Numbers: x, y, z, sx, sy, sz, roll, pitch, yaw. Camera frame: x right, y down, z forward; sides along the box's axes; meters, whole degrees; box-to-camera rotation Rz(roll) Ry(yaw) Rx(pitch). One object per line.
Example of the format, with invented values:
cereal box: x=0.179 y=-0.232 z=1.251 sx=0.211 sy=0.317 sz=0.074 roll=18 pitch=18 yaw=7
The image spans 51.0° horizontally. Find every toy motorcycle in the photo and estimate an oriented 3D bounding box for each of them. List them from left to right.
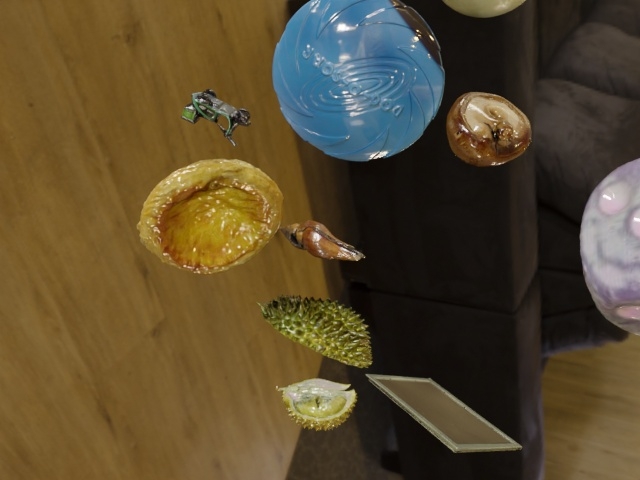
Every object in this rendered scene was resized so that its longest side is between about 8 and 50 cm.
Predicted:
toy motorcycle: x=-0.258 y=-0.316 z=1.696 sx=0.058 sy=0.173 sz=0.100 roll=-64 pitch=179 yaw=-54

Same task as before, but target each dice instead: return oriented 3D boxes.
dice: x=0.636 y=0.014 z=1.161 sx=0.270 sy=0.271 sz=0.270 roll=27 pitch=63 yaw=-33

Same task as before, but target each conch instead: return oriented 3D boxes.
conch: x=-0.004 y=-0.004 z=1.643 sx=0.086 sy=0.233 sz=0.080 roll=-27 pitch=121 yaw=-37

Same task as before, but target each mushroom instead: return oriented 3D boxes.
mushroom: x=0.406 y=-0.270 z=1.664 sx=0.231 sy=0.194 sz=0.138 roll=-4 pitch=132 yaw=-25

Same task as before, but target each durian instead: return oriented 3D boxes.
durian: x=-0.022 y=0.395 z=1.601 sx=0.146 sy=0.208 sz=0.102 roll=-43 pitch=141 yaw=-52
durian: x=0.005 y=0.252 z=1.766 sx=0.352 sy=0.169 sz=0.158 roll=27 pitch=53 yaw=-21

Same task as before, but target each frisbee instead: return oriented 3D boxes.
frisbee: x=0.047 y=-0.218 z=0.919 sx=0.045 sy=0.242 sz=0.242 roll=-66 pitch=152 yaw=-59

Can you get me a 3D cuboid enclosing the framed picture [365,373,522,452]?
framed picture: x=0.242 y=0.345 z=1.349 sx=0.217 sy=0.274 sz=0.017 roll=15 pitch=102 yaw=-38

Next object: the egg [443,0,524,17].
egg: x=0.257 y=-0.443 z=1.038 sx=0.253 sy=0.187 sz=0.186 roll=-65 pitch=154 yaw=-71

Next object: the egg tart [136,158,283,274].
egg tart: x=-0.230 y=-0.066 z=1.398 sx=0.319 sy=0.319 sz=0.128 roll=56 pitch=9 yaw=-50
